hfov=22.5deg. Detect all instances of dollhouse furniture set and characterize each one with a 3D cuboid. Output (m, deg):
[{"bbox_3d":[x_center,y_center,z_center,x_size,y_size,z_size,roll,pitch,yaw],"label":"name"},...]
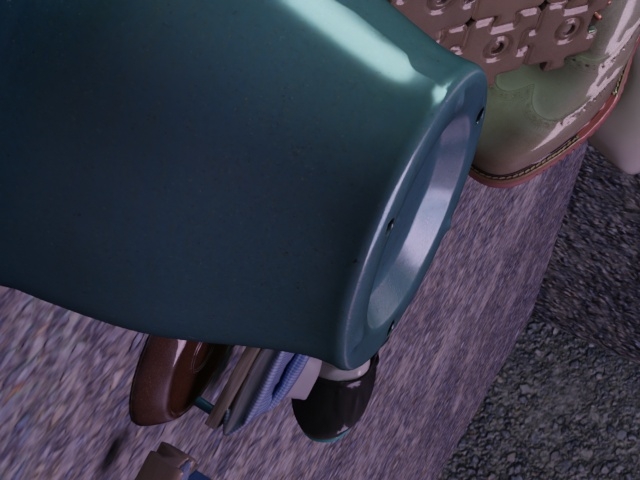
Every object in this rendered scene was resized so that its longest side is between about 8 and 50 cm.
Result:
[{"bbox_3d":[-0.021,0.188,1.457,0.303,0.198,0.286,-61,172,11],"label":"dollhouse furniture set"}]

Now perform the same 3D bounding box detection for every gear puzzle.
[{"bbox_3d":[0.115,-0.202,1.432,0.338,0.044,0.175,-16,145,-23],"label":"gear puzzle"}]

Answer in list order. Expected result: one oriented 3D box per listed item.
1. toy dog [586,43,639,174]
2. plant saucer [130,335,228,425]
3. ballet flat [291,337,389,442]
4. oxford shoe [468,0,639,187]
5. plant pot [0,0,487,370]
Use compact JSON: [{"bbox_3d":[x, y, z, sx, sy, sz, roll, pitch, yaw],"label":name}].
[{"bbox_3d":[0.370,-0.303,1.859,0.408,0.395,0.284,-61,159,16],"label":"toy dog"},{"bbox_3d":[-0.113,0.093,1.421,0.168,0.029,0.168,-59,165,-25],"label":"plant saucer"},{"bbox_3d":[0.029,0.114,1.891,0.280,0.095,0.096,-65,161,-52],"label":"ballet flat"},{"bbox_3d":[0.263,-0.233,1.619,0.397,0.140,0.146,-54,157,-6],"label":"oxford shoe"},{"bbox_3d":[-0.054,-0.061,0.902,0.272,0.255,0.272,-59,164,-28],"label":"plant pot"}]
